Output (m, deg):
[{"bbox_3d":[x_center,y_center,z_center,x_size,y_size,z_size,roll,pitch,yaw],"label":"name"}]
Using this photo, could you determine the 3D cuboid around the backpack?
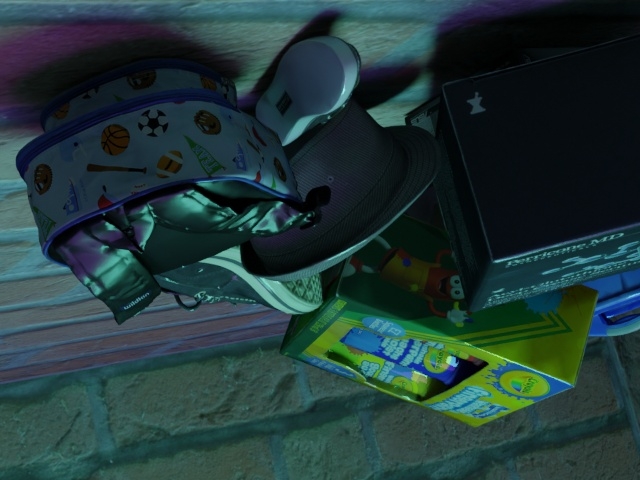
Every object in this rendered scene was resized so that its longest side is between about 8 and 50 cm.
[{"bbox_3d":[-0.166,-0.063,1.259,0.277,0.213,0.263,-27,171,11],"label":"backpack"}]

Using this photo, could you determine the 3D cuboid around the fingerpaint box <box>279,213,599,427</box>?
[{"bbox_3d":[0.165,0.136,1.972,0.371,0.163,0.445,21,161,-7],"label":"fingerpaint box"}]

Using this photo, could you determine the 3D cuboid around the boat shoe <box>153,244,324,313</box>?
[{"bbox_3d":[-0.143,-0.007,1.643,0.156,0.186,0.500,-13,163,26],"label":"boat shoe"}]

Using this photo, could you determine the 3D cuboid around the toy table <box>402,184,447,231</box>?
[{"bbox_3d":[0.244,-0.011,2.089,0.161,0.252,0.274,-2,-160,46],"label":"toy table"}]

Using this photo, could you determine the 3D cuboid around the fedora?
[{"bbox_3d":[-0.007,-0.081,1.486,0.275,0.124,0.243,-36,-150,8],"label":"fedora"}]

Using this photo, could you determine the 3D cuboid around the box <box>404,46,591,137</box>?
[{"bbox_3d":[0.248,-0.178,1.621,0.183,0.056,0.231,-6,167,-35],"label":"box"}]

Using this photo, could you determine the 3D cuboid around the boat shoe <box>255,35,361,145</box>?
[{"bbox_3d":[0.001,-0.163,1.335,0.076,0.080,0.228,-29,173,-25],"label":"boat shoe"}]

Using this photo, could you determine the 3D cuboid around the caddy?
[{"bbox_3d":[0.550,0.086,2.347,0.341,0.179,0.241,-25,167,34],"label":"caddy"}]

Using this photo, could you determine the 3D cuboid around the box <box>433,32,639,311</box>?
[{"bbox_3d":[0.303,-0.072,1.519,0.294,0.212,0.395,-14,168,1],"label":"box"}]
